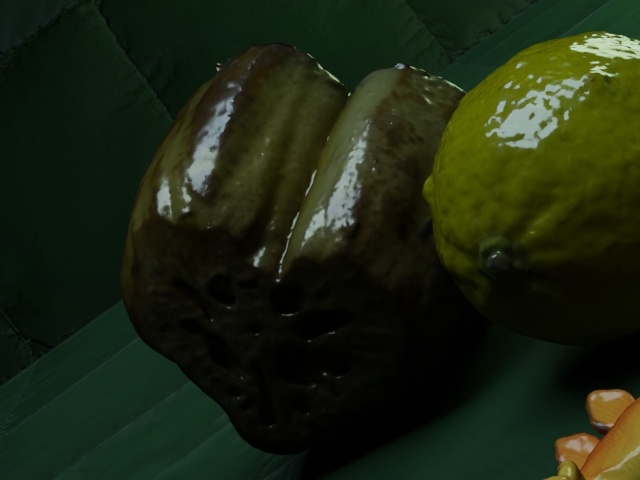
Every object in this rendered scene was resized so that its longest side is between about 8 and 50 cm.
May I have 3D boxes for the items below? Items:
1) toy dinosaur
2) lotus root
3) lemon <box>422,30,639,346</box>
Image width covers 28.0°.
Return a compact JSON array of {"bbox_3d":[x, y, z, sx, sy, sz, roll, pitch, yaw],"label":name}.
[{"bbox_3d":[0.180,0.085,0.605,0.288,0.070,0.117,-31,10,2],"label":"toy dinosaur"},{"bbox_3d":[0.000,0.000,0.976,0.316,0.316,0.250,-29,24,35],"label":"lotus root"},{"bbox_3d":[0.167,-0.033,0.818,0.192,0.192,0.231,-27,9,42],"label":"lemon"}]
